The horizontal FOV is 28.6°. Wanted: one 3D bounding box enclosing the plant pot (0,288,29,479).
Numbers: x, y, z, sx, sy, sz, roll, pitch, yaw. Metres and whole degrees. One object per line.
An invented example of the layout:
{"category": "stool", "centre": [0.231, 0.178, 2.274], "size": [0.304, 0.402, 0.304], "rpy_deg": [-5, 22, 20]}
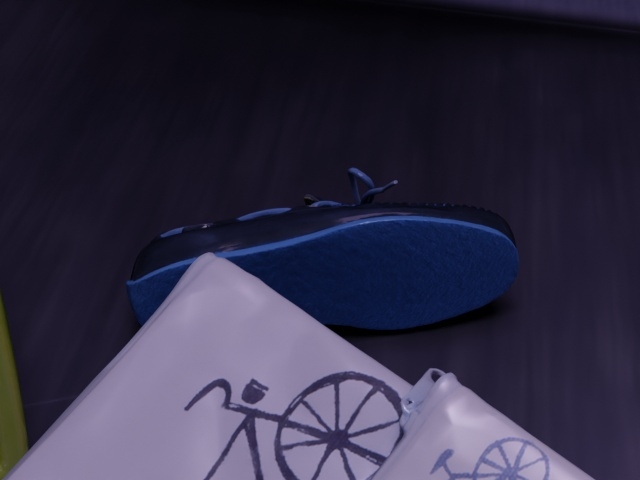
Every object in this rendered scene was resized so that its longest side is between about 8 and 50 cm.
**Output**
{"category": "plant pot", "centre": [-0.304, 0.020, 0.730], "size": [0.227, 0.228, 0.207], "rpy_deg": [-11, 30, -13]}

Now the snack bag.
{"category": "snack bag", "centre": [-0.038, 0.180, 0.525], "size": [0.342, 0.037, 0.323], "rpy_deg": [34, 75, 33]}

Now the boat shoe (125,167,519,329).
{"category": "boat shoe", "centre": [0.000, 0.000, 0.840], "size": [0.258, 0.109, 0.089], "rpy_deg": [-1, 33, -3]}
